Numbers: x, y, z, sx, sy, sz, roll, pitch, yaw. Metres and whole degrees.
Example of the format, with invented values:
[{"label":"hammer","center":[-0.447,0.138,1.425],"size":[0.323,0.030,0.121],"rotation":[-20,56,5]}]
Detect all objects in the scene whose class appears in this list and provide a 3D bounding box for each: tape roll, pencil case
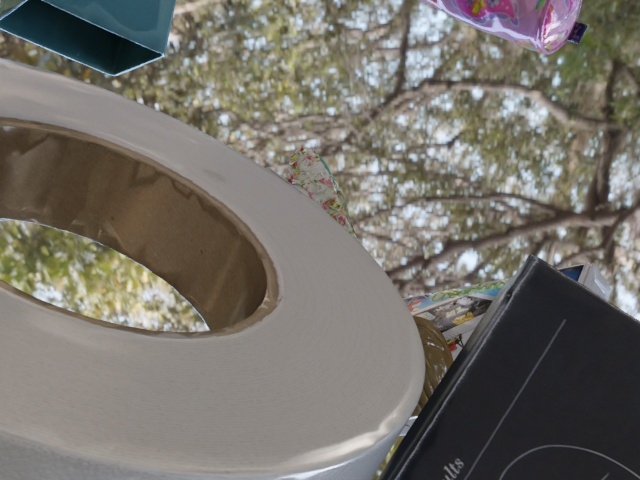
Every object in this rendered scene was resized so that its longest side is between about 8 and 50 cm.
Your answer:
[{"label":"tape roll","center":[-0.128,0.013,0.516],"size":[0.392,0.072,0.392],"rotation":[24,-159,-10]},{"label":"pencil case","center":[0.202,-0.336,1.212],"size":[0.284,0.124,0.124],"rotation":[31,-119,29]}]

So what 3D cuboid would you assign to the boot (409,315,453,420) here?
[{"label":"boot","center":[-0.013,0.163,0.884],"size":[0.262,0.203,0.095],"rotation":[-28,-93,-45]}]

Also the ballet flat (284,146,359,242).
[{"label":"ballet flat","center":[0.000,0.000,1.113],"size":[0.077,0.091,0.241],"rotation":[-13,-109,-33]}]

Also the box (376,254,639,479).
[{"label":"box","center":[0.229,0.252,0.691],"size":[0.395,0.212,0.294],"rotation":[34,-99,9]}]

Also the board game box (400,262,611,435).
[{"label":"board game box","center":[0.167,0.131,1.100],"size":[0.305,0.053,0.193],"rotation":[-15,-147,46]}]

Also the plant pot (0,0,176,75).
[{"label":"plant pot","center":[-0.262,-0.348,1.152],"size":[0.165,0.165,0.234],"rotation":[-2,-109,56]}]
